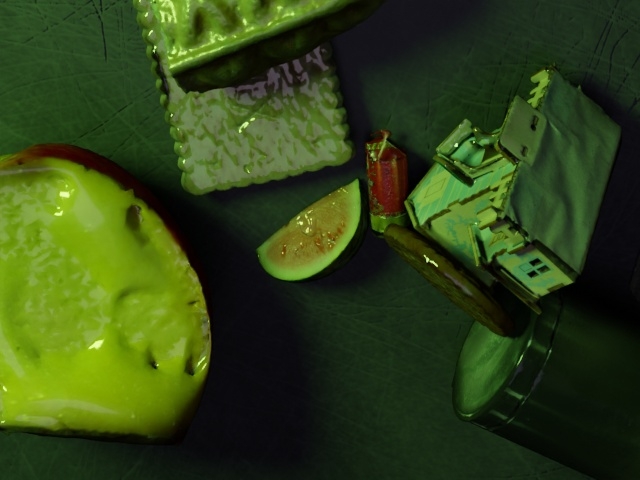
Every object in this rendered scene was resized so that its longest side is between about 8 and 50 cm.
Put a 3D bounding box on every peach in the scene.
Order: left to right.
[{"bbox_3d":[-0.290,0.072,1.540,0.306,0.242,0.380,-19,100,-12],"label":"peach"}]

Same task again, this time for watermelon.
[{"bbox_3d":[0.009,0.009,1.608,0.163,0.087,0.069,-34,147,18],"label":"watermelon"}]

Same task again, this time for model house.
[{"bbox_3d":[0.198,-0.048,1.496,0.178,0.271,0.206,36,143,-19],"label":"model house"}]

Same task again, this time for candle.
[{"bbox_3d":[0.079,-0.070,1.563,0.052,0.052,0.130,-5,114,4],"label":"candle"}]

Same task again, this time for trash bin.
[{"bbox_3d":[0.336,0.182,1.591,0.301,0.203,0.252,25,152,-11],"label":"trash bin"}]

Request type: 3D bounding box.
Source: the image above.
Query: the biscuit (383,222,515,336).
[{"bbox_3d":[0.147,0.042,1.509,0.188,0.188,0.027,41,88,-16],"label":"biscuit"}]

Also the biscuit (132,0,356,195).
[{"bbox_3d":[-0.092,-0.216,1.501,0.217,0.044,0.325,-13,112,5],"label":"biscuit"}]

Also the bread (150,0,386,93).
[{"bbox_3d":[-0.043,-0.261,1.393,0.268,0.130,0.152,-21,147,10],"label":"bread"}]

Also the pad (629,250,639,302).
[{"bbox_3d":[0.558,0.001,1.580,0.323,0.055,0.250,17,115,13],"label":"pad"}]
